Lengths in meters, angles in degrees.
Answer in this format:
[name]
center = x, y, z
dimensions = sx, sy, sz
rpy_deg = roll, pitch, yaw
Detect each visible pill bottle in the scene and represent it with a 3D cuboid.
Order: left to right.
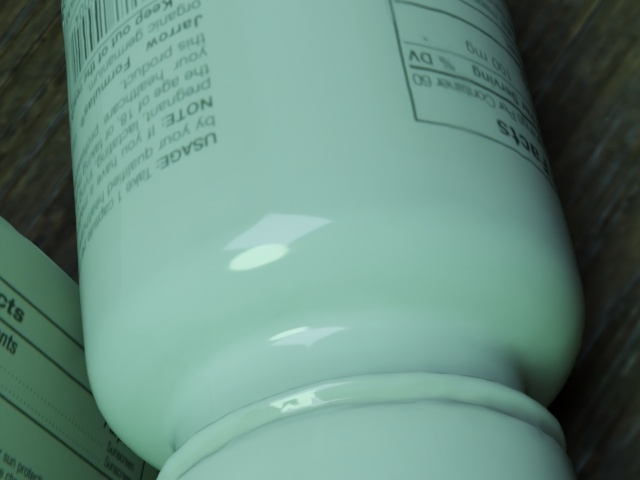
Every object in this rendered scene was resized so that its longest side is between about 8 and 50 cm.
[pill bottle]
center = 0.000, 0.000, 0.454
dimensions = 0.131, 0.131, 0.229
rpy_deg = -20, 53, 15

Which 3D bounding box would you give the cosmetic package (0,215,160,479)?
[cosmetic package]
center = -0.142, 0.144, 0.420
dimensions = 0.113, 0.160, 0.309
rpy_deg = -7, 57, 24
